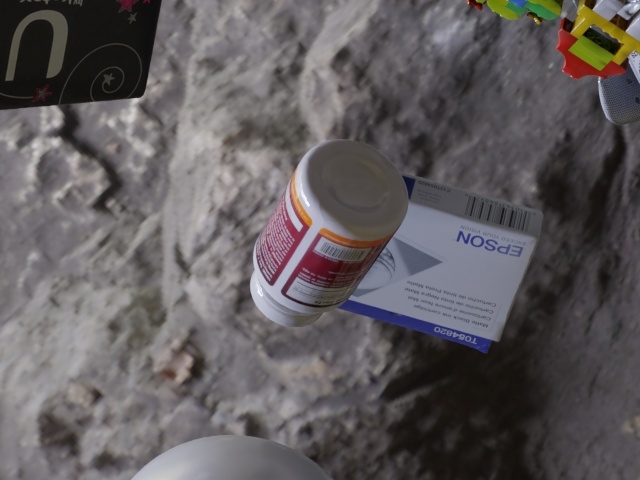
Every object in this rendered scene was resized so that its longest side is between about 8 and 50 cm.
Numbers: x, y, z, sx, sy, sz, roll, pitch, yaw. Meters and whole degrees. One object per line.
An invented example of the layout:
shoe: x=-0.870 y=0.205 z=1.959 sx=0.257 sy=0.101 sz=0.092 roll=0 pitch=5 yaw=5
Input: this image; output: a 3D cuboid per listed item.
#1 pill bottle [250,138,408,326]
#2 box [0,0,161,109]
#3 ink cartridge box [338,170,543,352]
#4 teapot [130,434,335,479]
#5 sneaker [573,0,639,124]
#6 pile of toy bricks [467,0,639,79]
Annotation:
pill bottle: x=0.000 y=0.000 z=1.018 sx=0.086 sy=0.086 sz=0.152 roll=37 pitch=140 yaw=3
box: x=-0.222 y=-0.154 z=0.707 sx=0.163 sy=0.247 sz=0.142 roll=39 pitch=127 yaw=37
ink cartridge box: x=0.090 y=0.030 z=1.381 sx=0.223 sy=0.045 sz=0.224 roll=15 pitch=137 yaw=3
teapot: x=-0.086 y=0.293 z=1.114 sx=0.252 sy=0.187 sz=0.256 roll=38 pitch=107 yaw=-1
sneaker: x=0.242 y=-0.225 z=1.140 sx=0.366 sy=0.210 sz=0.137 roll=11 pitch=162 yaw=-20
pile of toy bricks: x=0.155 y=-0.211 z=1.056 sx=0.212 sy=0.118 sz=0.105 roll=31 pitch=137 yaw=-11
